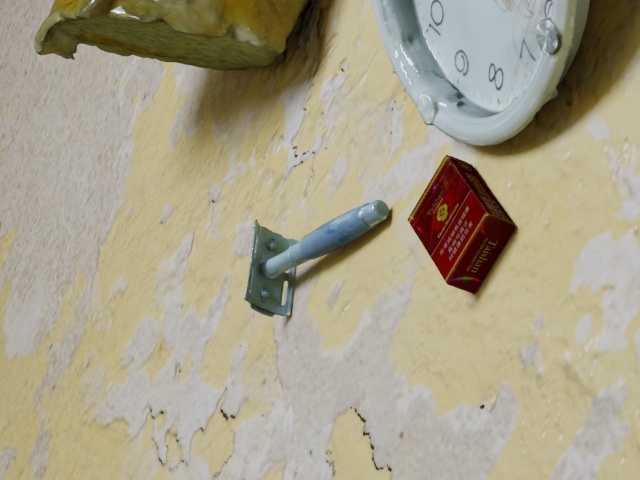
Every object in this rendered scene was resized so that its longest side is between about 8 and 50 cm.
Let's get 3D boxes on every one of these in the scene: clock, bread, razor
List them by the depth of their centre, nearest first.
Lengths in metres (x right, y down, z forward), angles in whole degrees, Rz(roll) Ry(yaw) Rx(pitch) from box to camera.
[{"bbox_3d":[0.102,-0.176,1.177,0.236,0.053,0.236,33,128,58],"label":"clock"},{"bbox_3d":[0.000,0.000,1.329,0.135,0.040,0.068,-30,47,47],"label":"razor"},{"bbox_3d":[-0.095,-0.257,1.511,0.196,0.239,0.252,53,-134,-79],"label":"bread"}]

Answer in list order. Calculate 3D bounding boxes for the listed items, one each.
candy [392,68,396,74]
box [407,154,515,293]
[{"bbox_3d":[0.072,-0.146,1.304,0.083,0.020,0.030,-56,29,24],"label":"candy"},{"bbox_3d":[0.085,-0.011,1.179,0.051,0.023,0.082,-59,28,19],"label":"box"}]
